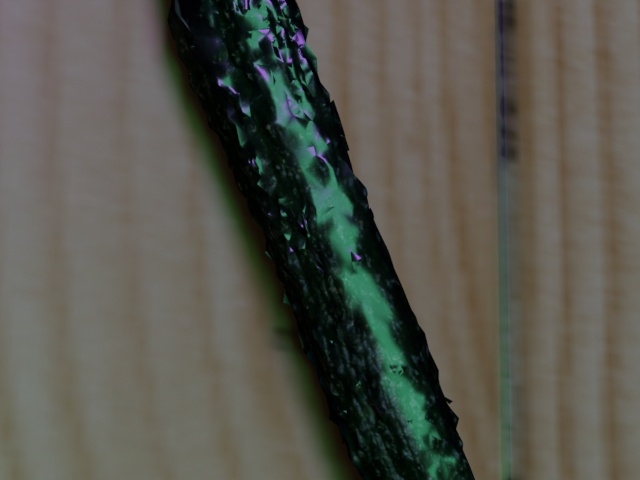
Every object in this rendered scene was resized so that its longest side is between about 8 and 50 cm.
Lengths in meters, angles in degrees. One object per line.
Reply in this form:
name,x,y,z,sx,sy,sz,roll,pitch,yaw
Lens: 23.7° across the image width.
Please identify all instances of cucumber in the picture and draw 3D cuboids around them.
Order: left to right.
cucumber,0.001,0.000,0.523,0.044,0.043,0.256,-20,86,-25
